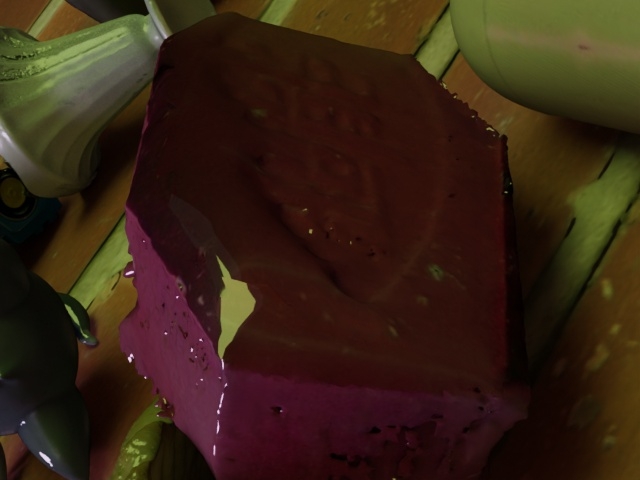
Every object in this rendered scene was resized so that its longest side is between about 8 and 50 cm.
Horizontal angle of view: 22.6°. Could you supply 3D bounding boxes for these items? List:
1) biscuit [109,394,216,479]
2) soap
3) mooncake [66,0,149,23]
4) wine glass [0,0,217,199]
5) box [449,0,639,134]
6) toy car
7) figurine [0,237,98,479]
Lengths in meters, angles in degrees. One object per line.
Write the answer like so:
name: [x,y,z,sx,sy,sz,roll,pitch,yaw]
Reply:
biscuit: [-0.098,0.186,0.861,0.036,0.187,0.273,9,46,5]
soap: [0.000,0.000,0.887,0.325,0.220,0.127,-86,10,-55]
mooncake: [-0.153,-0.323,1.554,0.275,0.135,0.275,-35,33,27]
wine glass: [-0.186,-0.144,1.375,0.196,0.165,0.165,-26,35,19]
box: [0.239,-0.181,0.871,0.289,0.141,0.349,-53,30,-8]
toy car: [-0.303,0.010,1.398,0.097,0.100,0.191,-15,23,44]
figurine: [-0.235,0.085,1.188,0.140,0.193,0.265,-17,6,6]
